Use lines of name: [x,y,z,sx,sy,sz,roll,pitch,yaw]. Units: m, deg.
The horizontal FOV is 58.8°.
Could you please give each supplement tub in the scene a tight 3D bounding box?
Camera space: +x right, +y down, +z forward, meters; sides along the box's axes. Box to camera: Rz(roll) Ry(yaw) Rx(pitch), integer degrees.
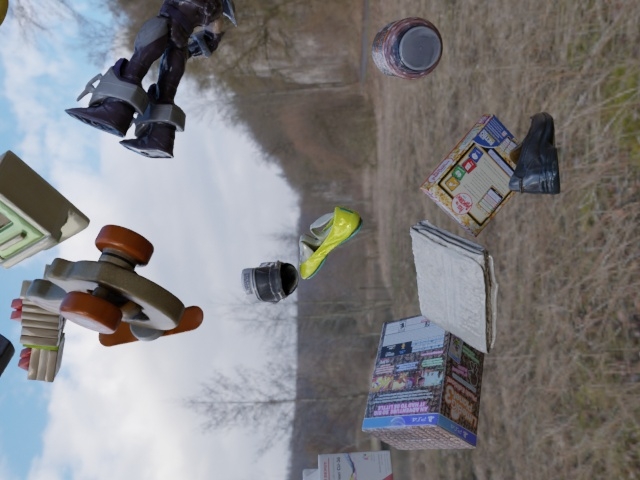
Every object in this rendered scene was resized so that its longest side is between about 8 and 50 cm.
supplement tub: [0.156,-0.343,1.017,0.198,0.106,0.106,-103,10,-72]

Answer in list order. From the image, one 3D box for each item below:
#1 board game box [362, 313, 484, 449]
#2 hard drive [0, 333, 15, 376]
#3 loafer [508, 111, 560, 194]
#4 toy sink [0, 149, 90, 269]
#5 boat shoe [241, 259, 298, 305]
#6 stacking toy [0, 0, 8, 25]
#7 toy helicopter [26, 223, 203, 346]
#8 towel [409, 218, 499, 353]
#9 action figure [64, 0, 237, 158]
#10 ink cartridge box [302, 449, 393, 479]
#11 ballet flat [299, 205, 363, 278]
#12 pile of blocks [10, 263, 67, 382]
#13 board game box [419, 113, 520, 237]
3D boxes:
board game box: [0.254,0.336,1.370,0.141,0.232,0.291,35,-126,-27]
hard drive: [-0.577,0.170,0.812,0.054,0.255,0.172,80,-148,-69]
loafer: [0.283,-0.121,0.760,0.170,0.061,0.062,-66,-35,-50]
toy sink: [-0.632,-0.041,1.192,0.234,0.153,0.131,53,-160,-38]
boat shoe: [-0.099,0.093,1.328,0.301,0.102,0.108,35,-136,-81]
stacking toy: [-0.464,-0.453,0.741,0.309,0.130,0.279,-43,-18,-15]
toy helicopter: [-0.357,0.100,0.938,0.235,0.355,0.140,43,-125,-42]
towel: [0.275,0.095,1.170,0.187,0.049,0.282,31,146,41]
action figure: [-0.190,-0.252,0.701,0.285,0.099,0.185,-68,-27,-10]
ink cartridge box: [0.057,0.522,1.214,0.115,0.198,0.067,-92,-4,-48]
ballet flat: [0.000,0.000,1.239,0.231,0.077,0.077,-45,24,40]
pile of blocks: [-0.688,0.189,1.388,0.149,0.113,0.362,-105,29,-56]
board game box: [0.314,-0.127,1.117,0.147,0.193,0.045,42,-179,-16]
